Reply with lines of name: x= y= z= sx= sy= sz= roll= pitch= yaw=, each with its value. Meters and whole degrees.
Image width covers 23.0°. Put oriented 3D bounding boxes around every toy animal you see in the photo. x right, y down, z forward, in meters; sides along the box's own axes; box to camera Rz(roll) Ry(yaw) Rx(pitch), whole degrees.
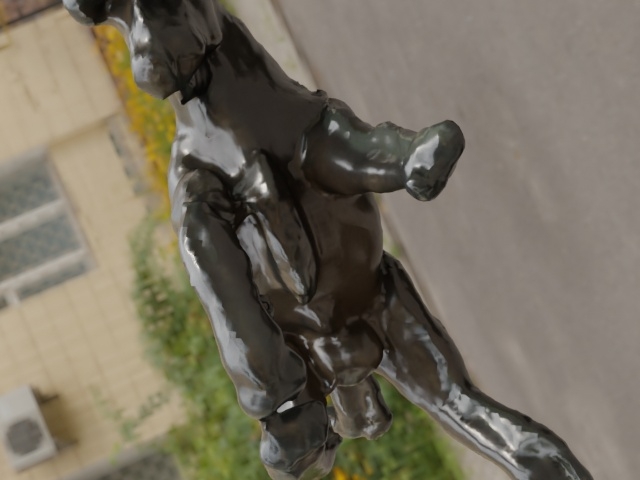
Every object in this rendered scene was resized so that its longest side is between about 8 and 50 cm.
toy animal: x=0.000 y=0.000 z=0.477 sx=0.233 sy=0.084 sz=0.148 roll=64 pitch=180 yaw=-40
